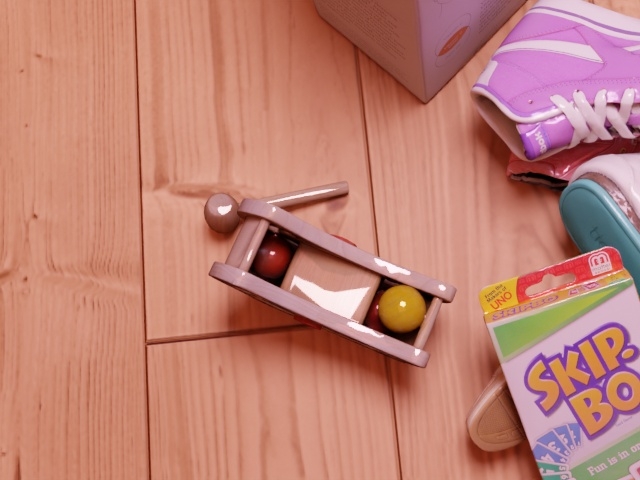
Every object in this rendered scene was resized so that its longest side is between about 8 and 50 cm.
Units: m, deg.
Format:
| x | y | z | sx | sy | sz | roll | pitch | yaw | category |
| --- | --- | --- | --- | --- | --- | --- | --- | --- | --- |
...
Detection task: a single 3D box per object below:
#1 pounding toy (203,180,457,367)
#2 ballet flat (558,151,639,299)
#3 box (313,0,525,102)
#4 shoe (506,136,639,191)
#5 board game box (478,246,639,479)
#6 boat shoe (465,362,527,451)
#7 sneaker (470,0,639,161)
| x | y | z | sx | sy | sz | roll | pitch | yaw | category |
| --- | --- | --- | --- | --- | --- | --- | --- | --- | --- |
| 0.000 | 0.000 | 0.758 | 0.269 | 0.154 | 0.155 | 22 | 82 | 13 | pounding toy |
| 0.354 | 0.092 | 0.694 | 0.139 | 0.139 | 0.400 | -26 | 80 | 3 | ballet flat |
| 0.098 | -0.308 | 0.713 | 0.168 | 0.345 | 0.215 | 43 | 86 | 15 | box |
| 0.271 | -0.084 | 0.783 | 0.178 | 0.063 | 0.081 | 10 | 80 | 17 | shoe |
| 0.233 | 0.143 | 0.691 | 0.124 | 0.039 | 0.259 | -20 | 98 | 11 | board game box |
| 0.195 | 0.123 | 0.749 | 0.170 | 0.059 | 0.063 | -41 | 104 | -8 | boat shoe |
| 0.259 | -0.109 | 0.694 | 0.282 | 0.102 | 0.161 | 26 | 66 | 42 | sneaker |
